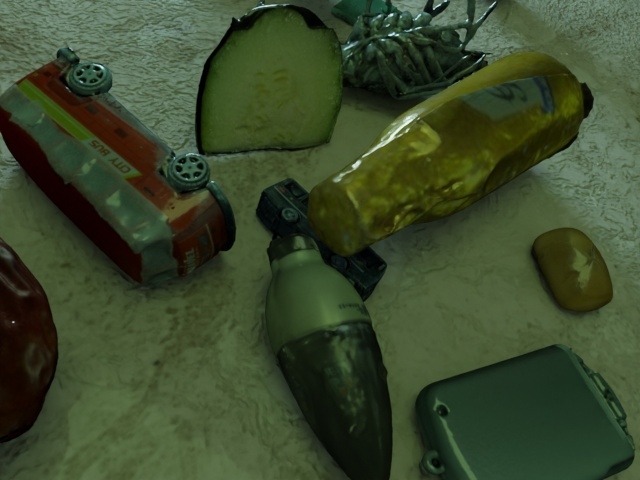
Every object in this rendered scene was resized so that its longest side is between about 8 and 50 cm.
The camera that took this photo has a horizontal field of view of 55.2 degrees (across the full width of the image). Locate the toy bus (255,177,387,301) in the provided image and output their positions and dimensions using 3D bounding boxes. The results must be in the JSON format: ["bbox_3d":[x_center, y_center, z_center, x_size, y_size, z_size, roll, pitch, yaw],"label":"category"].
[{"bbox_3d":[0.000,0.000,0.682,0.166,0.047,0.065,43,48,17],"label":"toy bus"}]

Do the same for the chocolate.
[{"bbox_3d":[0.167,-0.102,0.739,0.162,0.162,0.445,44,50,17],"label":"chocolate"}]

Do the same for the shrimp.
[{"bbox_3d":[0.089,-0.277,0.871,0.410,0.166,0.221,-11,59,-12],"label":"shrimp"}]

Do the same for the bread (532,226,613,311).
[{"bbox_3d":[0.318,0.031,0.760,0.082,0.056,0.115,3,52,-16],"label":"bread"}]

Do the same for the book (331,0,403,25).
[{"bbox_3d":[0.099,-0.375,1.034,0.135,0.017,0.103,33,50,8],"label":"book"}]

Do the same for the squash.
[{"bbox_3d":[-0.068,-0.206,0.748,0.192,0.184,0.085,-9,40,-27],"label":"squash"}]

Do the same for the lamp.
[{"bbox_3d":[0.006,0.102,0.569,0.101,0.101,0.250,-8,64,-25],"label":"lamp"}]

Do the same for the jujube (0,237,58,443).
[{"bbox_3d":[-0.306,0.059,0.442,0.243,0.183,0.183,49,53,6],"label":"jujube"}]

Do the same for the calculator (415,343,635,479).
[{"bbox_3d":[0.203,0.184,0.605,0.246,0.045,0.141,-10,57,-26],"label":"calculator"}]

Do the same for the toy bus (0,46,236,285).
[{"bbox_3d":[-0.209,-0.066,0.622,0.265,0.121,0.120,42,60,14],"label":"toy bus"}]
